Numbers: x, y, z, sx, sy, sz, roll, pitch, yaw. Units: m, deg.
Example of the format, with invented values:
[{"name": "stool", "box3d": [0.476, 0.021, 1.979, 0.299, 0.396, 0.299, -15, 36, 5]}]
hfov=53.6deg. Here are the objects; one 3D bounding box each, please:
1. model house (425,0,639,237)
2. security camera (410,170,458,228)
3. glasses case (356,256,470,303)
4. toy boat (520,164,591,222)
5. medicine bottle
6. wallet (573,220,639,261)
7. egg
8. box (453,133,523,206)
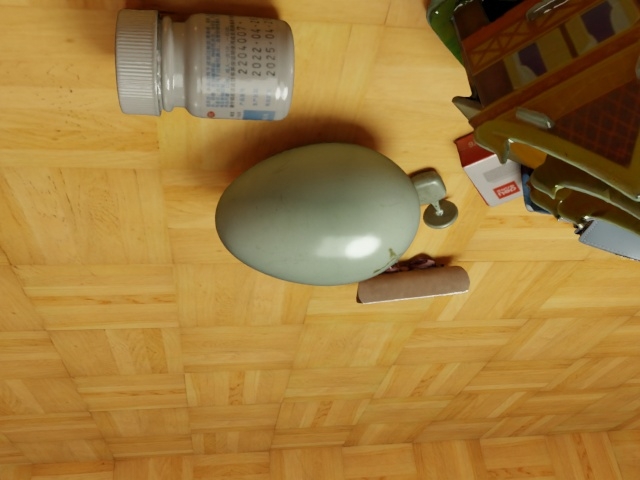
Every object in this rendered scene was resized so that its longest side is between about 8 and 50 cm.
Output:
[{"name": "model house", "box3d": [0.320, -0.147, 0.570, 0.358, 0.313, 0.242, -27, 145, 27]}, {"name": "security camera", "box3d": [0.164, -0.065, 0.922, 0.058, 0.058, 0.092, -16, 135, 15]}, {"name": "glasses case", "box3d": [0.155, 0.068, 1.123, 0.193, 0.070, 0.102, -6, 176, -4]}, {"name": "toy boat", "box3d": [0.371, -0.082, 0.732, 0.309, 0.129, 0.142, -17, 129, 46]}, {"name": "medicine bottle", "box3d": [-0.115, -0.174, 0.638, 0.168, 0.105, 0.105, 1, 147, -11]}, {"name": "wallet", "box3d": [0.503, -0.057, 0.967, 0.170, 0.069, 0.231, 13, 144, 3]}, {"name": "egg", "box3d": [-0.005, -0.032, 0.810, 0.264, 0.183, 0.183, -4, 148, 6]}, {"name": "box", "box3d": [0.307, -0.128, 0.835, 0.229, 0.050, 0.123, -22, 145, 24]}]
